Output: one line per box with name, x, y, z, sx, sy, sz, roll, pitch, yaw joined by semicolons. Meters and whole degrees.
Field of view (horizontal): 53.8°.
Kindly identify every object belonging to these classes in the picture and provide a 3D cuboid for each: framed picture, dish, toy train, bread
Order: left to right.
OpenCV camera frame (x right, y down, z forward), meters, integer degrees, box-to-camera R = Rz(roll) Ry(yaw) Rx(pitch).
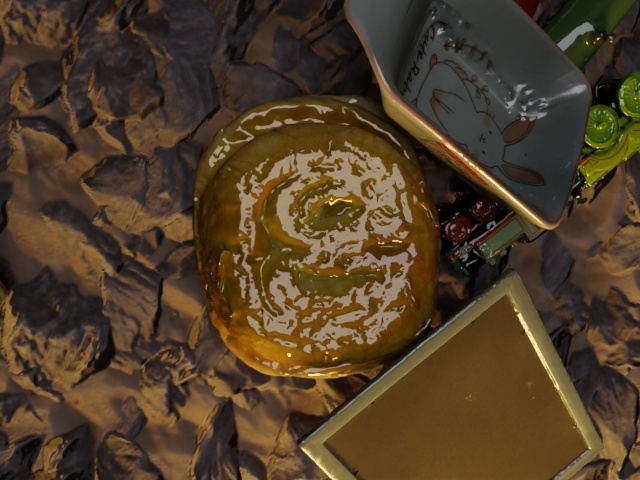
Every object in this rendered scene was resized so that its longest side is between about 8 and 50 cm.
bread;-0.003;0.000;0.516;0.198;0.120;0.236;-8;94;-5
dish;0.107;-0.122;0.491;0.234;0.064;0.154;34;65;-24
framed picture;0.129;0.174;0.544;0.217;0.017;0.274;-37;122;-4
toy train;0.205;-0.057;0.574;0.249;0.053;0.085;-37;103;-4

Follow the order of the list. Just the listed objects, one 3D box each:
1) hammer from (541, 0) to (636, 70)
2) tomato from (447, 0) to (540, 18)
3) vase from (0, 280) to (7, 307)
hammer;0.295;-0.273;0.552;0.206;0.119;0.336;38;95;-6
tomato;0.123;-0.236;0.534;0.159;0.091;0.139;23;88;-6
vase;-0.343;-0.026;0.474;0.128;0.128;0.248;-37;106;-4
